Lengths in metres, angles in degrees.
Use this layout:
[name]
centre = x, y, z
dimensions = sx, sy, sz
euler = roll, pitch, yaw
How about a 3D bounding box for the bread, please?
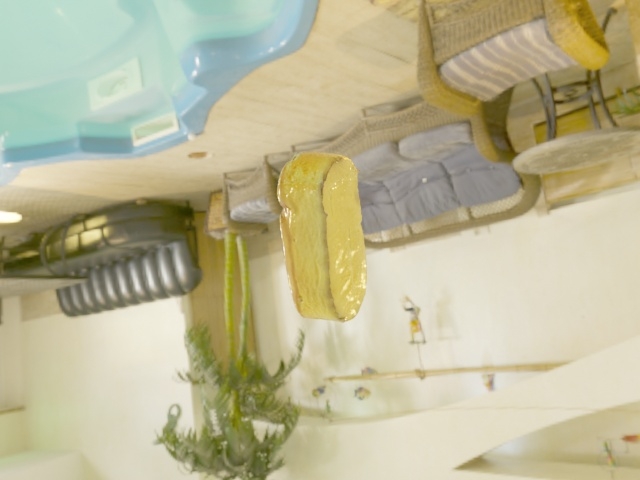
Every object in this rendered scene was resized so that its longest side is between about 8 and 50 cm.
[bread]
centre = 0.000, 0.000, 0.790
dimensions = 0.095, 0.245, 0.102
euler = 9, -149, 29
